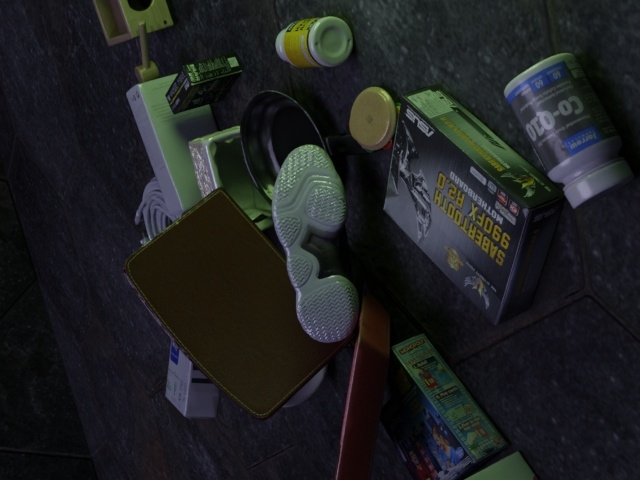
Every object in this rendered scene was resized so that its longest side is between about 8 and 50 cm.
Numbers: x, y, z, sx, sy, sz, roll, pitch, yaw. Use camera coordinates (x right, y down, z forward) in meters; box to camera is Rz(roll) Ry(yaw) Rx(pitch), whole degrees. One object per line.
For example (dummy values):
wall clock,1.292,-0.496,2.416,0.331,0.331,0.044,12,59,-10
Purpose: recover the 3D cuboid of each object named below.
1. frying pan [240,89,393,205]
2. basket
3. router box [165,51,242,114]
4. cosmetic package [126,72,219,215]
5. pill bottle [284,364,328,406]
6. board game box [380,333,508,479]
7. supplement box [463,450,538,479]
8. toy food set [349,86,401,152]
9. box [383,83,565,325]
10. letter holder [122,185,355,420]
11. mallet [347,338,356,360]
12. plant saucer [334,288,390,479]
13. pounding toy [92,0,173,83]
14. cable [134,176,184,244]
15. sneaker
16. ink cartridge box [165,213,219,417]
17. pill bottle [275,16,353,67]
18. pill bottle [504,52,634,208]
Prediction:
frying pan,-0.016,-0.152,1.528,0.197,0.053,0.326,59,143,7
basket,-0.131,-0.099,1.721,0.103,0.113,0.167,18,125,63
router box,-0.190,-0.253,1.738,0.038,0.092,0.122,66,153,7
cosmetic package,-0.238,-0.169,1.866,0.085,0.117,0.231,-13,96,64
pill bottle,-0.095,0.176,1.821,0.229,0.131,0.131,34,138,55
board game box,0.151,0.239,1.487,0.194,0.060,0.194,61,154,19
supplement box,0.215,0.388,1.417,0.111,0.114,0.220,56,149,26
toy food set,0.069,-0.153,1.373,0.082,0.020,0.083,46,124,35
box,0.169,-0.044,1.252,0.231,0.056,0.183,49,147,35
letter holder,-0.141,0.115,1.597,0.302,0.214,0.152,47,151,3
mallet,0.045,0.126,1.642,0.039,0.062,0.189,15,137,60
plant saucer,0.059,0.222,1.479,0.258,0.048,0.259,-70,-10,-78
pounding toy,-0.304,-0.381,1.864,0.181,0.094,0.206,5,116,60
cable,-0.253,-0.007,2.043,0.257,0.089,0.257,58,151,19
sneaker,0.000,0.000,1.503,0.153,0.101,0.268,-41,-57,-81
ink cartridge box,-0.207,0.123,1.842,0.165,0.065,0.332,-164,78,-70
pill bottle,-0.012,-0.261,1.427,0.116,0.065,0.065,12,119,59
pill bottle,0.242,-0.105,1.044,0.137,0.078,0.078,63,153,11
